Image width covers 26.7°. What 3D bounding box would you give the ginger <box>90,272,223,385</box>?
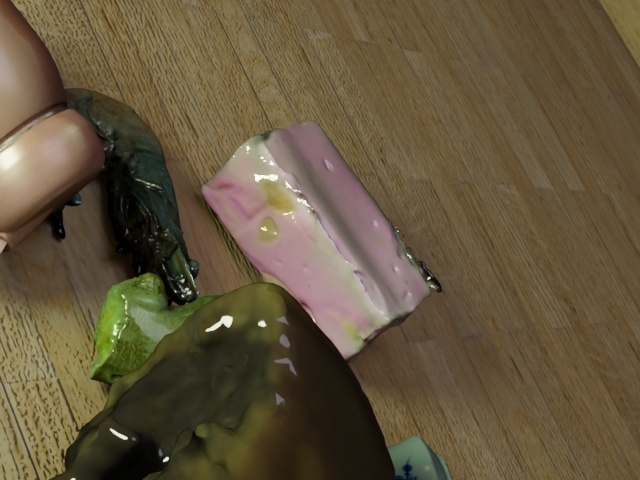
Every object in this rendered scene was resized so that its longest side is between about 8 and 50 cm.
[{"bbox_3d":[-0.092,0.132,1.278,0.290,0.089,0.137,40,49,-23],"label":"ginger"}]

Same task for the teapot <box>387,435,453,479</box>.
[{"bbox_3d":[0.058,0.281,1.307,0.159,0.159,0.232,29,26,-34],"label":"teapot"}]

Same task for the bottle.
[{"bbox_3d":[-0.335,-0.129,1.184,0.206,0.173,0.297,-40,95,-28],"label":"bottle"}]

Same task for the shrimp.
[{"bbox_3d":[-0.216,-0.052,1.343,0.178,0.075,0.289,8,53,-39],"label":"shrimp"}]

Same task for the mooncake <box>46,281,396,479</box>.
[{"bbox_3d":[-0.136,0.218,0.996,0.394,0.246,0.393,20,42,-39],"label":"mooncake"}]

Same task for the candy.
[{"bbox_3d":[0.000,0.000,1.523,0.265,0.116,0.155,54,32,3],"label":"candy"}]
